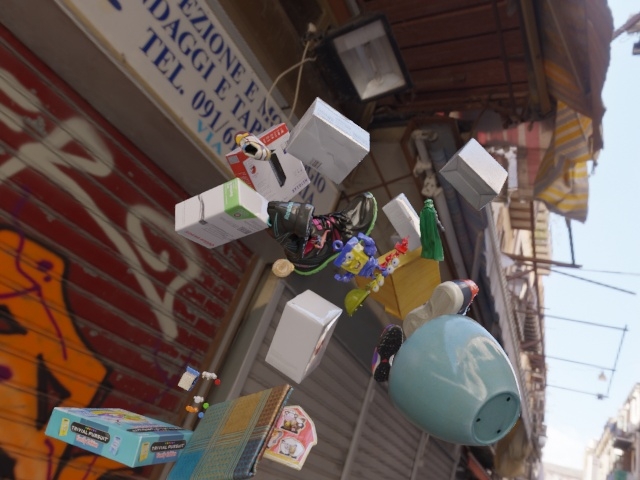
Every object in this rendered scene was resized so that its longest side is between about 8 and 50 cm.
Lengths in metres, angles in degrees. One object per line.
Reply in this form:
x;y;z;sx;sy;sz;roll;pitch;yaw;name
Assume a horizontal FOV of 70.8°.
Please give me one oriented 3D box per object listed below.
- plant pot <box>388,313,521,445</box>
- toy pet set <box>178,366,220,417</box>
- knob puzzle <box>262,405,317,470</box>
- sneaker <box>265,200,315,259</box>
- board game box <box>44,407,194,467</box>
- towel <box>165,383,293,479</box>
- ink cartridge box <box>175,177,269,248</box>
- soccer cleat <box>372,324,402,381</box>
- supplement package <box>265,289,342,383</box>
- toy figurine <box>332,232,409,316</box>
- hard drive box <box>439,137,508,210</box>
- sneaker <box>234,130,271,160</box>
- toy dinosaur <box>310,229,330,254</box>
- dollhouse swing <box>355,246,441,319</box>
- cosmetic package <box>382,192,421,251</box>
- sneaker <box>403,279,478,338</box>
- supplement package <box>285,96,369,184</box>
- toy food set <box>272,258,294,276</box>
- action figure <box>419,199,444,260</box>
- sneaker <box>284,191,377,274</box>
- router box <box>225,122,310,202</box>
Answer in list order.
0.327;0.339;1.016;0.290;0.290;0.195;36;0;-29;plant pot
-0.366;0.440;1.344;0.114;0.122;0.065;28;-2;2;toy pet set
-0.099;0.534;1.272;0.213;0.213;0.030;13;-62;17;knob puzzle
-0.075;-0.033;1.104;0.106;0.101;0.267;15;-22;1;sneaker
-0.574;0.567;1.322;0.336;0.079;0.254;5;-18;23;board game box
-0.249;0.534;1.216;0.370;0.271;0.040;-28;-69;35;towel
-0.342;-0.087;1.587;0.273;0.114;0.198;-19;-27;20;ink cartridge box
0.288;0.488;2.022;0.109;0.116;0.318;2;-61;-10;soccer cleat
-0.067;0.379;1.796;0.175;0.177;0.292;29;-66;20;supplement package
0.130;0.077;1.605;0.217;0.191;0.362;34;-54;1;toy figurine
0.516;-0.226;1.501;0.181;0.232;0.089;47;-52;3;hard drive box
-0.270;-0.358;1.674;0.185;0.069;0.084;34;21;26;sneaker
0.000;0.000;1.550;0.047;0.090;0.082;38;6;-21;toy dinosaur
0.363;0.153;2.212;0.305;0.315;0.346;47;-18;50;dollhouse swing
0.375;-0.080;1.959;0.085;0.117;0.231;-33;-86;33;cosmetic package
0.413;0.249;1.535;0.148;0.131;0.350;-13;-28;-31;sneaker
0.030;-0.390;1.784;0.262;0.145;0.204;30;-51;-20;supplement package
-0.157;0.113;1.852;0.083;0.083;0.020;37;-21;18;toy food set
0.428;-0.043;1.740;0.064;0.232;0.137;-12;9;-29;action figure
0.046;-0.038;1.959;0.185;0.483;0.202;51;4;41;sneaker
-0.216;-0.307;1.959;0.082;0.335;0.301;-4;-60;39;router box
